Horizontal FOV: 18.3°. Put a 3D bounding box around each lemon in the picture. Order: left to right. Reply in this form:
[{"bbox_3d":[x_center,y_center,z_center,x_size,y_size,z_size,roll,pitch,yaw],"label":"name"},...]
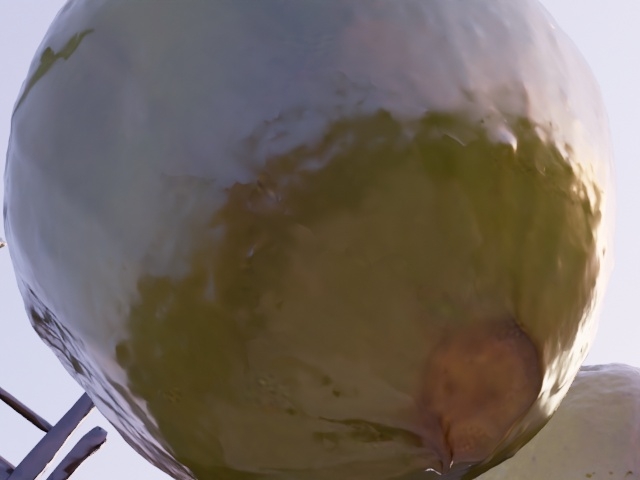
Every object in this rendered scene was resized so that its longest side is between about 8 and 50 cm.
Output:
[{"bbox_3d":[0.231,0.249,1.587,0.297,0.297,0.297,-22,-29,-13],"label":"lemon"}]

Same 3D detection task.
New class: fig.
[{"bbox_3d":[0.004,-0.011,1.031,0.343,0.343,0.343,-22,-29,-13],"label":"fig"}]

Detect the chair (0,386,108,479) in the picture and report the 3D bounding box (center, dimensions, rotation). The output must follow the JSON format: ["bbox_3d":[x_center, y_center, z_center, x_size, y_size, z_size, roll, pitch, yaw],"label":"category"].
[{"bbox_3d":[-0.314,0.187,1.522,0.319,0.186,0.160,-49,-8,-30],"label":"chair"}]

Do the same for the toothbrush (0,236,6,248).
[{"bbox_3d":[-0.235,-0.094,1.139,0.037,0.028,0.375,-37,-31,-19],"label":"toothbrush"}]
